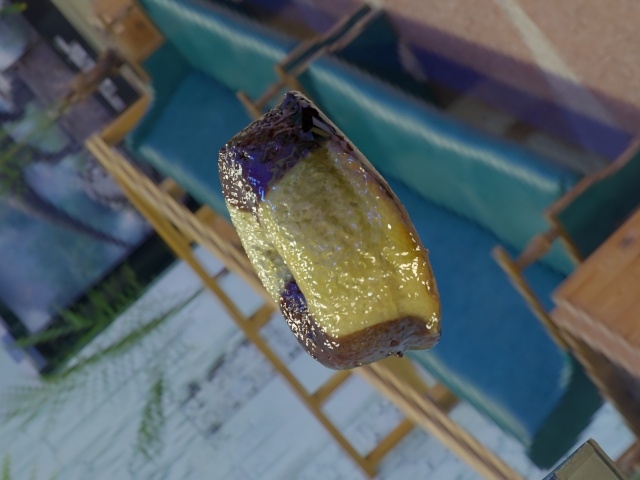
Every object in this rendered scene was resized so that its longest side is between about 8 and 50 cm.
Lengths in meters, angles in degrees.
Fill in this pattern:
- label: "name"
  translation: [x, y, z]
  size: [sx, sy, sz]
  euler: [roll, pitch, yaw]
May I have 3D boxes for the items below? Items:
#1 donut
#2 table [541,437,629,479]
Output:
- label: "donut"
  translation: [0.000, 0.000, 0.890]
  size: [0.184, 0.073, 0.166]
  euler: [56, 167, 32]
- label: "table"
  translation: [0.105, 0.200, 0.439]
  size: [0.240, 0.121, 0.111]
  euler: [48, -152, 11]
